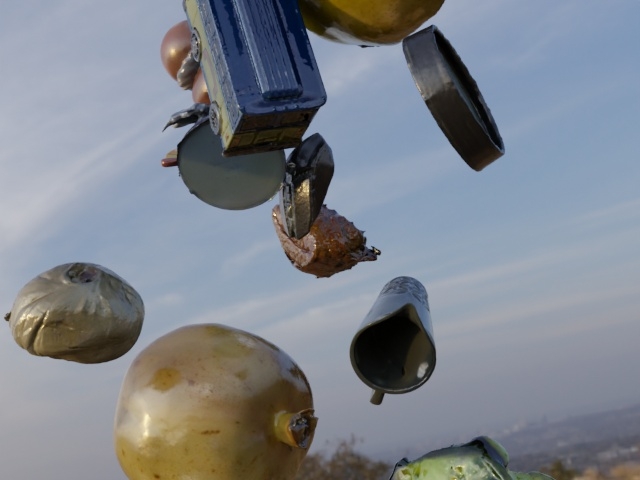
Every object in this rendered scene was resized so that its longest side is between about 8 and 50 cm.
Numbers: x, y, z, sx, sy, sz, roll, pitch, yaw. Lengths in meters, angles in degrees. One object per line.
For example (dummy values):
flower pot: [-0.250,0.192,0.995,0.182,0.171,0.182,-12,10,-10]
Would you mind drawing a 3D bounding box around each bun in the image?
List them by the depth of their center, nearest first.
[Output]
bun: [-0.320,0.085,1.209,0.167,0.113,0.173,25,26,18]

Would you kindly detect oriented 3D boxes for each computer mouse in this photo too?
computer mouse: [-0.033,-0.098,1.602,0.062,0.192,0.106,15,-2,-36]

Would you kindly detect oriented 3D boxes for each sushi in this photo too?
sushi: [-0.001,0.000,1.850,0.140,0.149,0.287,-14,24,-26]

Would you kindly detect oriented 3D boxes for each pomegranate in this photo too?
pomegranate: [-0.146,0.267,1.363,0.319,0.319,0.319,-9,-12,-2]

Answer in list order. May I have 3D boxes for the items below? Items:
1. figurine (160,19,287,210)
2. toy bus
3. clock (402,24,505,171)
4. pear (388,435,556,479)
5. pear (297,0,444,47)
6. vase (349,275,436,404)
figurine: [-0.163,-0.258,1.666,0.277,0.388,0.248,-12,-56,12]
toy bus: [-0.108,-0.289,1.386,0.138,0.287,0.175,-11,-17,-21]
clock: [0.161,-0.170,1.083,0.040,0.184,0.184,-29,-19,20]
pear: [0.207,0.355,0.960,0.164,0.238,0.255,-33,-45,29]
pear: [0.045,-0.475,1.410,0.191,0.340,0.386,-3,-28,-34]
vase: [0.146,0.177,1.760,0.156,0.251,0.301,18,21,3]
